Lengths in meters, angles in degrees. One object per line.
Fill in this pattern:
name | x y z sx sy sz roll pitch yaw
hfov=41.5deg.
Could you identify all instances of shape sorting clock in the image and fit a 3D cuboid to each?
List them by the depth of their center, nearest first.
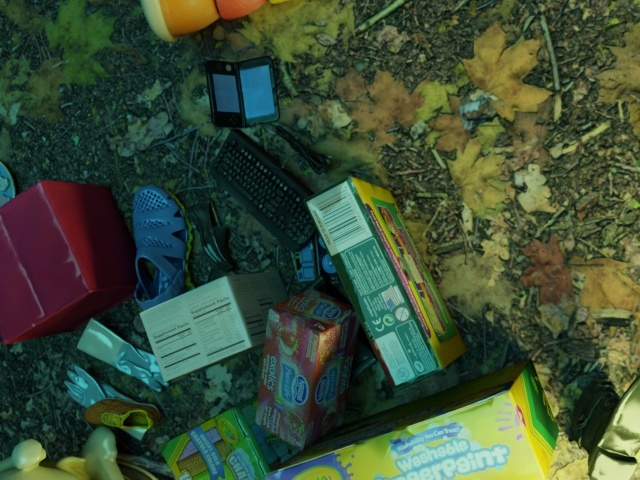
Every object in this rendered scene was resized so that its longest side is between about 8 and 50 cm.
shape sorting clock | -0.818 -0.102 2.034 0.206 0.040 0.206 0 90 19

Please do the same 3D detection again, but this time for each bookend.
bookend | 0.030 0.170 1.650 0.072 0.157 0.156 -41 108 14

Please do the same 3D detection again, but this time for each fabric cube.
fabric cube | -0.572 0.046 1.838 0.259 0.254 0.258 -29 83 16

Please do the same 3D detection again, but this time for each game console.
game console | -0.166 -0.317 1.787 0.085 0.124 0.143 -11 85 45

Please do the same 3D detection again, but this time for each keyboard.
keyboard | -0.094 -0.136 1.745 0.317 0.033 0.201 41 103 30

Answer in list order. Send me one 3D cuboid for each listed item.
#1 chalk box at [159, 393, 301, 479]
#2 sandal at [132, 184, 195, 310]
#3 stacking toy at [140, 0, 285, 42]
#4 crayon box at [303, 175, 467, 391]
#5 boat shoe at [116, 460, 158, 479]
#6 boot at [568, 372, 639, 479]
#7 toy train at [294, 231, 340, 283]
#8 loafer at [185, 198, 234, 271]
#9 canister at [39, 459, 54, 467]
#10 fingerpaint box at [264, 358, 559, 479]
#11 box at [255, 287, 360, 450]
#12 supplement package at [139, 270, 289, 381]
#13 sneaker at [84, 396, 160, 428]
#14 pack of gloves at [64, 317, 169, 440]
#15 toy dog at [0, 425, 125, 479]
chalk box | -0.142 0.414 1.697 0.289 0.180 0.179 -32 81 28
sandal | -0.348 0.032 1.822 0.126 0.138 0.317 -15 83 21
stacking toy | -0.124 -0.590 1.699 0.480 0.350 0.350 -4 89 1
crayon box | 0.130 0.074 1.559 0.106 0.313 0.362 -27 81 14
boat shoe | -0.385 0.600 1.853 0.324 0.097 0.116 34 101 16
boot | 0.512 0.288 1.472 0.091 0.229 0.262 26 107 -1
toy train | 0.000 0.000 1.731 0.105 0.080 0.184 -6 88 25
loafer | -0.227 -0.012 1.819 0.061 0.062 0.170 -33 81 11
canister | -0.677 0.574 1.916 0.073 0.170 0.126 36 101 16
fingerpaint box | 0.182 0.383 1.513 0.445 0.371 0.163 -24 82 17
box | -0.024 0.235 1.549 0.123 0.128 0.256 25 119 31
supplement package | -0.195 0.165 1.699 0.204 0.262 0.145 -23 82 18
sneaker | -0.444 0.385 1.865 0.175 0.067 0.064 -3 98 13
pack of gloves | -0.456 0.310 1.916 0.232 0.046 0.195 29 100 6
toy dog | -0.615 0.569 1.703 0.395 0.408 0.284 -44 59 25
